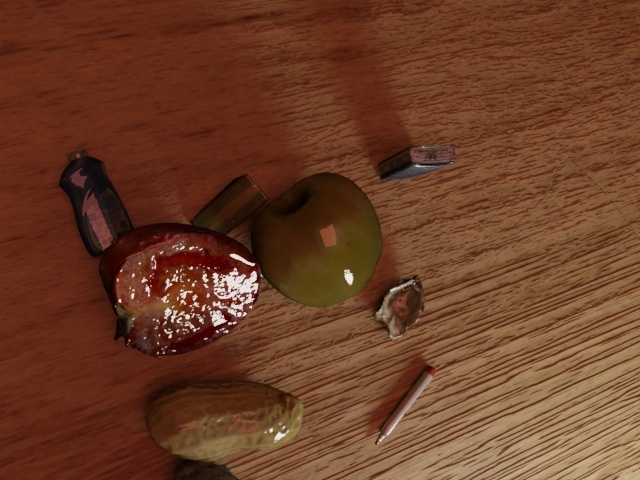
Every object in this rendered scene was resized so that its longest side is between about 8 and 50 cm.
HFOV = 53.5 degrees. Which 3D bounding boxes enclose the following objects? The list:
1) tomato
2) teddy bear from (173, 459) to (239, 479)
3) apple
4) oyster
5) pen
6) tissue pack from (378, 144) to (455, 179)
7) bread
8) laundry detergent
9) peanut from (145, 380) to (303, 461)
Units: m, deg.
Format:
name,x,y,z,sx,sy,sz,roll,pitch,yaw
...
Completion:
name,x,y,z,sx,sy,sz,roll,pitch,yaw
tomato,-0.274,0.060,1.199,0.309,0.170,0.309,-23,136,-24
teddy bear,-0.247,0.558,1.205,0.236,0.151,0.267,33,87,-45
apple,0.000,0.000,1.265,0.262,0.262,0.262,0,89,-22
oyster,0.184,0.143,1.437,0.103,0.051,0.148,43,90,-18
pen,0.193,0.378,1.449,0.026,0.026,0.218,45,74,-15
tissue pack,0.211,-0.172,1.398,0.112,0.156,0.051,-7,87,-21
bread,-0.185,-0.061,1.279,0.139,0.084,0.074,-44,105,-16
laundry detergent,-0.426,-0.077,1.196,0.097,0.061,0.206,-22,97,-20
peanut,-0.182,0.352,1.242,0.313,0.152,0.152,1,89,-27
